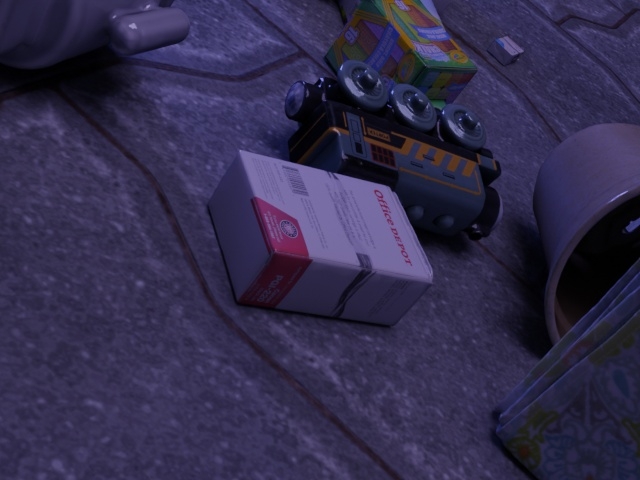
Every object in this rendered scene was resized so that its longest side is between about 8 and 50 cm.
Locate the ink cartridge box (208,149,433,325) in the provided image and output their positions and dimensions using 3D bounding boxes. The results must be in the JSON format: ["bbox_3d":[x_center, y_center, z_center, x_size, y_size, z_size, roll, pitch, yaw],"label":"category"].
[{"bbox_3d":[0.000,0.000,1.127,0.218,0.092,0.159,10,42,-33],"label":"ink cartridge box"}]

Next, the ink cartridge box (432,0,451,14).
[{"bbox_3d":[0.150,-0.584,1.950,0.272,0.115,0.198,26,35,-16],"label":"ink cartridge box"}]

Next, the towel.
[{"bbox_3d":[0.407,0.209,1.045,0.374,0.320,0.090,42,32,7],"label":"towel"}]

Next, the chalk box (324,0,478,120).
[{"bbox_3d":[0.134,-0.253,1.520,0.132,0.132,0.213,-8,54,-47],"label":"chalk box"}]

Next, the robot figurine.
[{"bbox_3d":[-0.289,-0.316,1.141,0.300,0.200,0.353,42,34,4],"label":"robot figurine"}]

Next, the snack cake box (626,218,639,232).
[{"bbox_3d":[0.620,-0.103,1.669,0.089,0.264,0.152,6,45,-40],"label":"snack cake box"}]

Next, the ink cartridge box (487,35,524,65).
[{"bbox_3d":[0.369,-0.377,1.982,0.048,0.028,0.083,45,34,11],"label":"ink cartridge box"}]

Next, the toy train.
[{"bbox_3d":[0.102,-0.105,1.323,0.334,0.142,0.190,17,51,-32],"label":"toy train"}]

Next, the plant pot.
[{"bbox_3d":[0.436,-0.006,1.375,0.333,0.334,0.305,26,24,-16],"label":"plant pot"}]

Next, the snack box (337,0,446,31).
[{"bbox_3d":[0.115,-0.418,1.759,0.174,0.070,0.207,17,37,-27],"label":"snack box"}]
